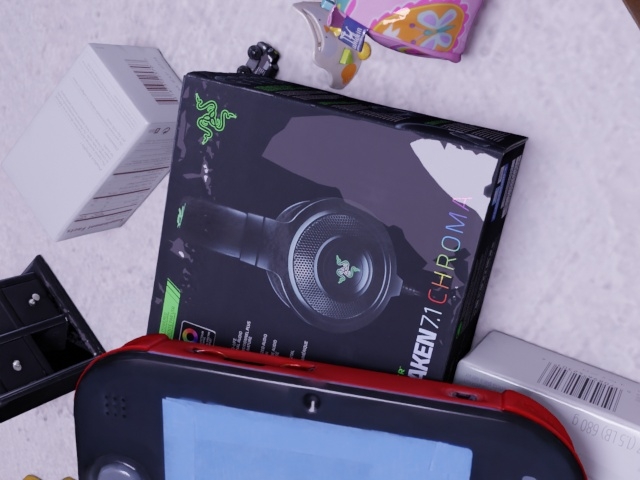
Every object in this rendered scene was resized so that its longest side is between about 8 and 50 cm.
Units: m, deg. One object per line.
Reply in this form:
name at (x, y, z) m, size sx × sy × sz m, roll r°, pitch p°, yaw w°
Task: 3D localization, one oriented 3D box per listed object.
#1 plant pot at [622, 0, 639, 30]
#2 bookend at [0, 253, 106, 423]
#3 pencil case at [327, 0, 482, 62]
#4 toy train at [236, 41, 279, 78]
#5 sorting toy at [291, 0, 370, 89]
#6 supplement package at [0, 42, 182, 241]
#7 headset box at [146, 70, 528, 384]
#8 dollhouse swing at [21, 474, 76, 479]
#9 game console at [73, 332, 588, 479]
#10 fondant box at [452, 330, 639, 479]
plant pot at (0.289, -0.171, 0.479) m, size 0.165 × 0.167 × 0.167 m, roll -33°, pitch 83°, yaw 20°
bookend at (-0.350, 0.111, 0.865) m, size 0.072 × 0.156 × 0.157 m, roll -42°, pitch 78°, yaw 28°
pencil case at (0.098, -0.277, 0.574) m, size 0.124 × 0.124 × 0.284 m, roll 30°, pitch 114°, yaw 20°
toy train at (-0.085, -0.120, 0.755) m, size 0.036 × 0.027 × 0.158 m, roll 35°, pitch 114°, yaw 5°
sorting toy at (0.003, -0.178, 0.668) m, size 0.045 × 0.075 × 0.083 m, roll -22°, pitch 89°, yaw 30°
supplement package at (-0.219, -0.098, 0.784) m, size 0.179 × 0.105 × 0.105 m, roll -42°, pitch 80°, yaw 27°
headset box at (0.000, 0.000, 0.660) m, size 0.283 × 0.131 × 0.246 m, roll 18°, pitch 107°, yaw 19°
dollhouse swing at (-0.317, 0.496, 0.837) m, size 0.347 × 0.305 × 0.315 m, roll 15°, pitch 106°, yaw 26°
game console at (-0.009, 0.254, 0.604) m, size 0.387 × 0.060 × 0.342 m, roll 8°, pitch 106°, yaw 13°
fondant box at (0.199, 0.273, 0.638) m, size 0.238 × 0.096 × 0.330 m, roll 19°, pitch 109°, yaw 24°
